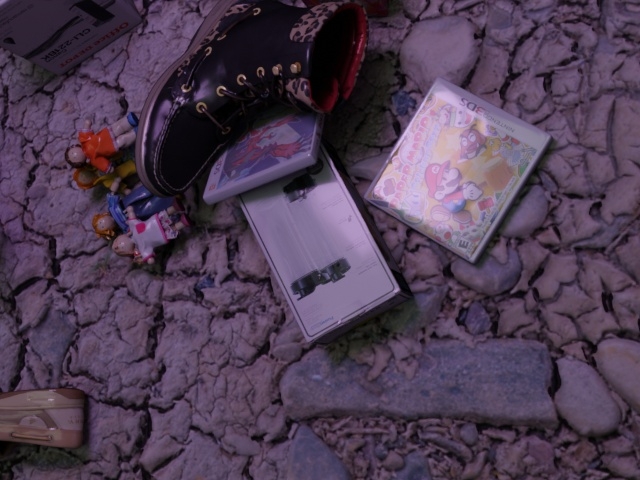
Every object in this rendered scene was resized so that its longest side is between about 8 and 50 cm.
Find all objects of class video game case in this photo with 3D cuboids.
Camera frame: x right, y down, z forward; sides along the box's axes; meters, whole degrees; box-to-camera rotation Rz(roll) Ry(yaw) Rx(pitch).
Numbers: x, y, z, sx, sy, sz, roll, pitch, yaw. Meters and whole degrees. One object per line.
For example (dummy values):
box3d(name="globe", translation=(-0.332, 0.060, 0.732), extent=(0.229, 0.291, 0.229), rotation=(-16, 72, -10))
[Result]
box3d(name="video game case", translation=(-0.085, -0.153, 1.429), extent=(0.201, 0.023, 0.183), rotation=(-19, 39, 25))
box3d(name="video game case", translation=(0.209, -0.110, 1.396), extent=(0.206, 0.026, 0.227), rotation=(32, 92, 20))

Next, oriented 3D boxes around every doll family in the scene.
box3d(name="doll family", translation=(-0.329, -0.083, 1.539), extent=(0.163, 0.118, 0.263), rotation=(-27, 92, 6))

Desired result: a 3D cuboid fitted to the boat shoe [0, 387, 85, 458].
box3d(name="boat shoe", translation=(-0.561, 0.315, 1.530), extent=(0.341, 0.121, 0.110), rotation=(-7, 78, 16))

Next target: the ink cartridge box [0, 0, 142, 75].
box3d(name="ink cartridge box", translation=(-0.460, -0.408, 1.537), extent=(0.197, 0.273, 0.114), rotation=(-30, 77, 12))

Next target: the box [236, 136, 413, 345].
box3d(name="box", translation=(0.000, 0.000, 1.415), extent=(0.169, 0.087, 0.290), rotation=(-32, 73, 11))

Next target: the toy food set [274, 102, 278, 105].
box3d(name="toy food set", translation=(-0.033, -0.223, 1.497), extent=(0.082, 0.020, 0.083), rotation=(27, 91, 20))

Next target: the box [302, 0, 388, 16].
box3d(name="box", translation=(0.044, -0.500, 1.462), extent=(0.128, 0.122, 0.257), rotation=(1, 81, 18))

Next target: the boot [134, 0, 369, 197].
box3d(name="boot", translation=(-0.106, -0.225, 1.390), extent=(0.284, 0.138, 0.377), rotation=(10, 64, 41))
